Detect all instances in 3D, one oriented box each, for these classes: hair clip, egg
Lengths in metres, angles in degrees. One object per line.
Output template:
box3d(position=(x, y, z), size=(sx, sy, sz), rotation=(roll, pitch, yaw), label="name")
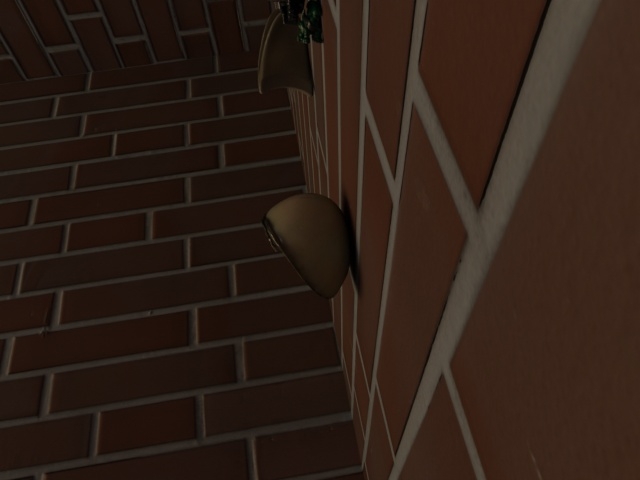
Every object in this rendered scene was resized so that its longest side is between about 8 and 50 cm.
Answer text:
box3d(position=(-0.113, -0.595, 1.675), size=(0.113, 0.173, 0.281), rotation=(-144, 54, -74), label="hair clip")
box3d(position=(0.000, 0.002, 1.345), size=(0.286, 0.174, 0.264), rotation=(52, -171, -31), label="egg")

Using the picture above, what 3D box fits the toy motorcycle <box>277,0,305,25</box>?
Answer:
box3d(position=(-0.074, -0.640, 1.250), size=(0.159, 0.106, 0.270), rotation=(-164, 71, -82), label="toy motorcycle")

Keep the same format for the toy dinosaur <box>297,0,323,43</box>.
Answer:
box3d(position=(-0.024, -0.521, 1.263), size=(0.132, 0.059, 0.096), rotation=(-119, 27, -55), label="toy dinosaur")
